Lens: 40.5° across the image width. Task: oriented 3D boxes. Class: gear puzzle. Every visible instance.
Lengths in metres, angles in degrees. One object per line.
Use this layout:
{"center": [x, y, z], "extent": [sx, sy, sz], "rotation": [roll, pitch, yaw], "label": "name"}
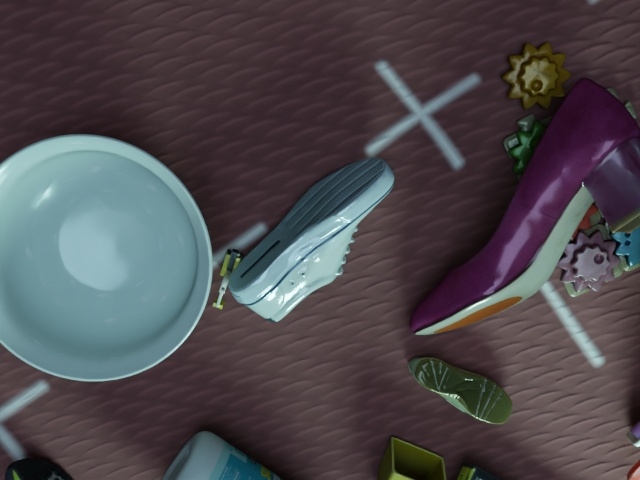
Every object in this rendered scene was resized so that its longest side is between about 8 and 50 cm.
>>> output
{"center": [0.339, -0.101, 1.113], "extent": [0.175, 0.044, 0.339], "rotation": [-26, 101, 4], "label": "gear puzzle"}

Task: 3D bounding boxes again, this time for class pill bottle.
{"center": [-0.089, 0.380, 1.149], "extent": [0.264, 0.146, 0.146], "rotation": [36, 98, -8], "label": "pill bottle"}

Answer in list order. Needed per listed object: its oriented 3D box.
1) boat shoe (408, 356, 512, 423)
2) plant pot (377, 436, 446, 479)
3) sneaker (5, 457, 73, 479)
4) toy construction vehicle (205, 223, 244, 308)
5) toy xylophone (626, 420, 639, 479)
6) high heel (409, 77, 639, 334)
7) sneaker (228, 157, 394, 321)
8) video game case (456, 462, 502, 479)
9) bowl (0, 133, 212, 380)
{"center": [0.190, 0.200, 1.176], "extent": [0.153, 0.048, 0.056], "rotation": [25, 88, -13], "label": "boat shoe"}
{"center": [0.116, 0.335, 1.181], "extent": [0.081, 0.081, 0.083], "rotation": [23, 112, -6], "label": "plant pot"}
{"center": [-0.366, 0.438, 1.177], "extent": [0.121, 0.111, 0.300], "rotation": [-20, 99, 7], "label": "sneaker"}
{"center": [-0.149, 0.033, 1.133], "extent": [0.086, 0.035, 0.098], "rotation": [20, 100, -5], "label": "toy construction vehicle"}
{"center": [0.572, 0.292, 1.180], "extent": [0.322, 0.081, 0.236], "rotation": [33, 98, -8], "label": "toy xylophone"}
{"center": [0.239, -0.028, 1.095], "extent": [0.377, 0.127, 0.181], "rotation": [-35, 69, 23], "label": "high heel"}
{"center": [0.000, 0.000, 1.115], "extent": [0.258, 0.094, 0.091], "rotation": [-40, 125, 6], "label": "sneaker"}
{"center": [0.257, 0.475, 1.174], "extent": [0.275, 0.035, 0.248], "rotation": [31, 75, -13], "label": "video game case"}
{"center": [-0.275, 0.012, 1.076], "extent": [0.298, 0.134, 0.298], "rotation": [0, 102, -2], "label": "bowl"}
